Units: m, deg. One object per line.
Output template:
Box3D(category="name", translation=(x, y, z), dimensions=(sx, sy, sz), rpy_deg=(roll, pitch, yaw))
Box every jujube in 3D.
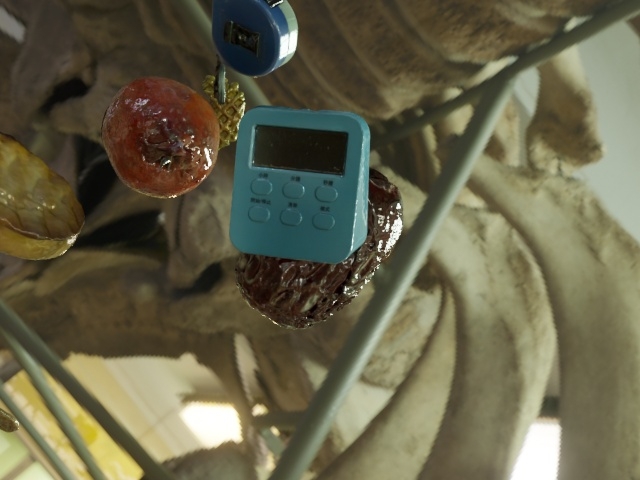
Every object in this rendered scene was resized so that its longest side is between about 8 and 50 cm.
Box3D(category="jujube", translation=(0.000, 0.000, 1.952), dimensions=(0.258, 0.377, 0.258), rpy_deg=(39, -5, 5))

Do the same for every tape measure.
Box3D(category="tape measure", translation=(-0.167, -0.426, 2.284), dimensions=(0.215, 0.098, 0.351), rpy_deg=(26, -48, 23))

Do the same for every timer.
Box3D(category="timer", translation=(-0.038, -0.099, 1.686), dimensions=(0.231, 0.091, 0.250), rpy_deg=(6, -75, 19))

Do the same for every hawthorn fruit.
Box3D(category="hawthorn fruit", translation=(-0.347, -0.211, 2.188), dimensions=(0.276, 0.276, 0.307), rpy_deg=(65, -4, -30))

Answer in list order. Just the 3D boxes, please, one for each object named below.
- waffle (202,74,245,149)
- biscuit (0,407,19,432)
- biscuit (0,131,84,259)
Box3D(category="waffle", translation=(-0.279, -0.333, 2.605), dimensions=(0.148, 0.194, 0.051), rpy_deg=(12, 8, 5))
Box3D(category="biscuit", translation=(-0.622, 0.313, 1.824), dimensions=(0.147, 0.018, 0.071), rpy_deg=(36, -40, -16))
Box3D(category="biscuit", translation=(-0.558, -0.078, 1.741), dimensions=(0.296, 0.102, 0.296), rpy_deg=(36, 19, -14))
